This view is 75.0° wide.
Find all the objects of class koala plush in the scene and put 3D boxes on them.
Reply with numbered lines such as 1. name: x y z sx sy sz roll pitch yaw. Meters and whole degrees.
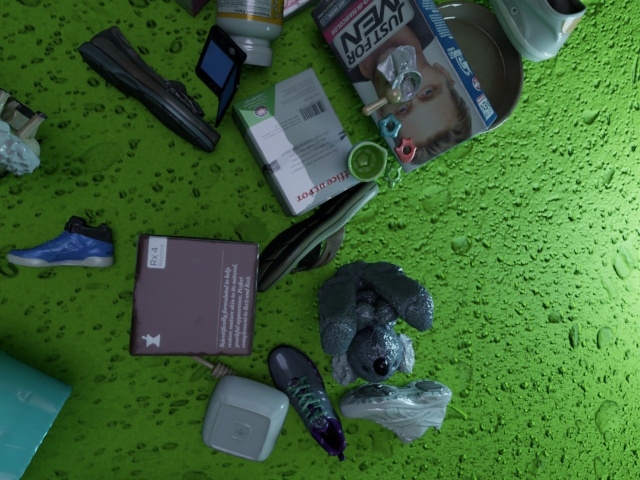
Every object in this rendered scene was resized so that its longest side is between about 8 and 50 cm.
1. koala plush: 0.095 0.169 0.772 0.196 0.203 0.221 -15 114 -4

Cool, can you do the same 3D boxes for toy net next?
1. toy net: 0.128 -0.206 0.706 0.122 0.045 0.232 16 106 -14

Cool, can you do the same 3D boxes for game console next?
1. game console: -0.179 -0.276 0.710 0.107 0.122 0.071 45 54 -9

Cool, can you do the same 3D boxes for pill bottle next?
1. pill bottle: -0.119 -0.413 0.714 0.117 0.117 0.208 2 111 -13

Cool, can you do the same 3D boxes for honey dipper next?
1. honey dipper: -0.229 0.209 0.750 0.160 0.030 0.030 32 83 -10

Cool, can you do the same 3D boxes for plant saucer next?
1. plant saucer: 0.296 -0.355 0.874 0.277 0.041 0.278 0 89 -13

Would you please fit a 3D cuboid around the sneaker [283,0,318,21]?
1. sneaker: -0.053 -0.467 0.786 0.134 0.051 0.070 -34 102 -7

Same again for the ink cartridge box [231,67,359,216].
1. ink cartridge box: -0.040 -0.171 0.764 0.160 0.092 0.219 -29 97 -13

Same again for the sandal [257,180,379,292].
1. sandal: 0.002 -0.001 0.766 0.302 0.120 0.086 -38 111 -11

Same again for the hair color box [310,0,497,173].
1. hair color box: 0.153 -0.320 0.762 0.347 0.174 0.105 57 39 -7

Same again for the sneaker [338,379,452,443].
1. sneaker: 0.147 0.341 0.808 0.232 0.090 0.115 2 92 -12

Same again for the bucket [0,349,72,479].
1. bucket: -0.498 0.281 0.566 0.183 0.281 0.281 34 82 -19

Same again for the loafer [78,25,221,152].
1. loafer: -0.275 -0.263 0.714 0.267 0.096 0.084 37 76 -8

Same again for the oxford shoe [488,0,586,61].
1. oxford shoe: 0.375 -0.578 0.830 0.169 0.130 0.449 -36 92 -26

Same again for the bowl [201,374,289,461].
1. bowl: -0.137 0.320 0.733 0.142 0.053 0.142 19 101 -1

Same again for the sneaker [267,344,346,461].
1. sneaker: -0.016 0.291 0.763 0.083 0.098 0.224 -35 97 -11

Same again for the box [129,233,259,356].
1. box: -0.194 0.080 0.670 0.167 0.203 0.169 5 89 -14

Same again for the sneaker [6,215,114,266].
1. sneaker: -0.425 0.000 0.689 0.152 0.058 0.085 2 95 -17

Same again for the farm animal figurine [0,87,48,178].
1. farm animal figurine: -0.581 -0.200 0.580 0.327 0.330 0.172 41 77 -38

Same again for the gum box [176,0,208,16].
1. gum box: -0.265 -0.510 0.731 0.188 0.062 0.107 39 81 -10
